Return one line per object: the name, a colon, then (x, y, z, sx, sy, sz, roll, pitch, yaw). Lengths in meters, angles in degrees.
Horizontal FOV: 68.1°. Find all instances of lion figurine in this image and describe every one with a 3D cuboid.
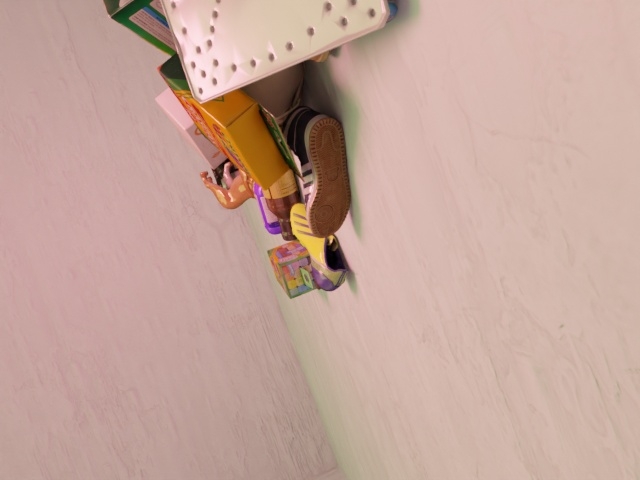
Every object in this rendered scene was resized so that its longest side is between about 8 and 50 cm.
lion figurine: (-0.293, -0.199, 1.768, 0.392, 0.142, 0.240, -20, 93, 50)

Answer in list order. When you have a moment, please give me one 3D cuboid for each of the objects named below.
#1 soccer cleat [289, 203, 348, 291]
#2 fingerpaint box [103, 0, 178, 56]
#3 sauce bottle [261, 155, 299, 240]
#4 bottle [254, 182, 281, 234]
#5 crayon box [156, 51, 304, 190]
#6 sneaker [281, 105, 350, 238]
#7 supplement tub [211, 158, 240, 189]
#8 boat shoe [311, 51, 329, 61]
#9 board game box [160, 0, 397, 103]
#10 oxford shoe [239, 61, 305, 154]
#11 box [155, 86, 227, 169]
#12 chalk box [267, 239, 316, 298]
soccer cleat: (0.001, 0.000, 1.290, 0.121, 0.094, 0.289, -51, 50, 39)
fingerpaint box: (-0.311, -0.588, 1.060, 0.370, 0.163, 0.445, 67, -164, 10)
sauce bottle: (-0.127, -0.162, 1.449, 0.111, 0.112, 0.344, -134, 27, -60)
bottle: (-0.157, -0.161, 1.557, 0.092, 0.118, 0.282, -132, 24, -58)
crayon box: (-0.180, -0.234, 0.957, 0.318, 0.081, 0.202, 41, 169, 32)
sneaker: (-0.014, -0.152, 1.027, 0.153, 0.099, 0.282, 48, 148, 47)
supplement tub: (-0.375, -0.355, 1.982, 0.193, 0.194, 0.315, 125, 124, -74)
boat shoe: (-0.041, -0.426, 0.754, 0.104, 0.090, 0.285, -127, 21, -50)
board game box: (-0.107, -0.434, 0.660, 0.390, 0.050, 0.389, -5, 108, 41)
oxford shoe: (-0.099, -0.293, 1.041, 0.449, 0.169, 0.129, 120, 126, -80)
box: (-0.408, -0.443, 1.722, 0.168, 0.215, 0.345, 45, 172, 11)
chalk box: (-0.079, 0.101, 1.599, 0.213, 0.132, 0.132, -138, 30, -64)
